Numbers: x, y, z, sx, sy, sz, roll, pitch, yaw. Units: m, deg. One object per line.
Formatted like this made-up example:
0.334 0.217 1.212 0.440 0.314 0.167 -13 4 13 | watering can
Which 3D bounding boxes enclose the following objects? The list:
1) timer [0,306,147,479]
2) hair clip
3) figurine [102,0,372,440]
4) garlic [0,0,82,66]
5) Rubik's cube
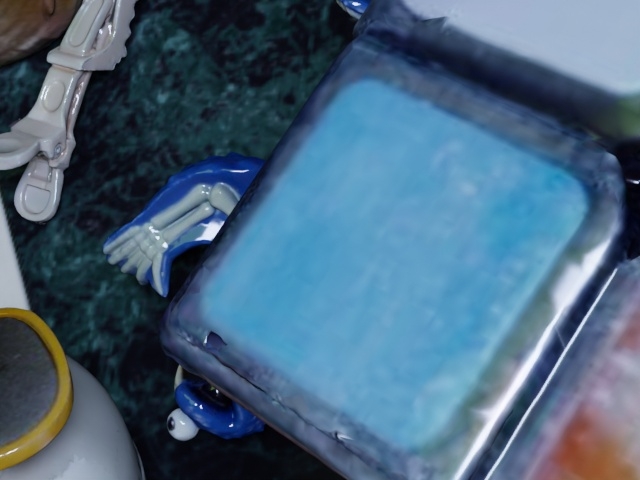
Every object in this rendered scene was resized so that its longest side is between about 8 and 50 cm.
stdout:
-0.199 0.166 0.684 0.234 0.240 0.233 -6 37 5 | timer
-0.148 -0.124 0.830 0.034 0.072 0.226 18 76 24 | hair clip
0.007 0.000 0.699 0.262 0.121 0.164 -46 51 19 | figurine
-0.245 -0.160 0.851 0.198 0.128 0.090 -14 80 13 | garlic
0.224 0.023 0.448 0.359 0.362 0.363 28 82 30 | Rubik's cube
